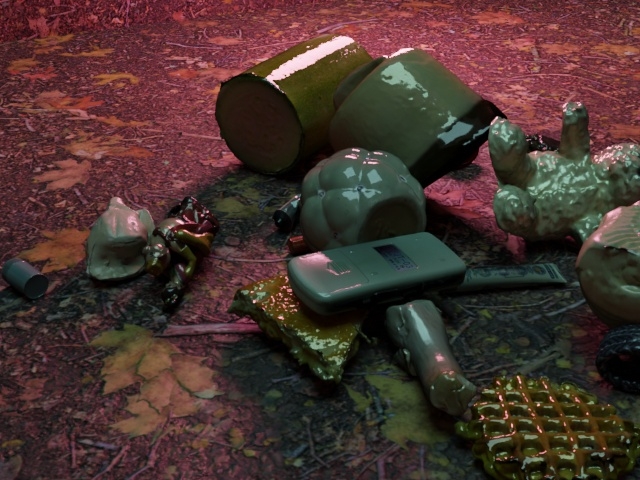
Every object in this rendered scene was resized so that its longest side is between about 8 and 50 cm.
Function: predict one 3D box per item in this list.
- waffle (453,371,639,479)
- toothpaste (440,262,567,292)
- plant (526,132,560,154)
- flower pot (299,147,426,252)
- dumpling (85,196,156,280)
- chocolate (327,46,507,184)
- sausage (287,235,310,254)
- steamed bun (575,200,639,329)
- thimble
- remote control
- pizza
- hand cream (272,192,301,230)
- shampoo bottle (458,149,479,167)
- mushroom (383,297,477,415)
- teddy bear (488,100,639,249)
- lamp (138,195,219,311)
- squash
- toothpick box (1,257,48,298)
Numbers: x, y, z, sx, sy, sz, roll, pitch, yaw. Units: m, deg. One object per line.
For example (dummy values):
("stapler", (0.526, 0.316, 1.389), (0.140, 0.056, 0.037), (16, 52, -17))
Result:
("waffle", (0.318, 0.268, 1.163), (0.237, 0.059, 0.243), (20, 32, 38))
("toothpaste", (0.333, 0.068, 1.535), (0.239, 0.039, 0.062), (-4, 33, -10))
("plant", (0.520, -0.202, 1.972), (0.143, 0.095, 0.092), (6, 40, 4))
("flower pot", (0.078, -0.049, 1.551), (0.246, 0.246, 0.195), (-16, 28, -25))
("dumpling", (-0.379, 0.001, 1.613), (0.136, 0.118, 0.199), (10, 55, -10))
("chocolate", (0.177, -0.256, 1.739), (0.326, 0.297, 0.314), (-35, 1, 21))
("sausage", (0.000, 0.000, 1.675), (0.129, 0.034, 0.034), (-11, 30, -19))
("steamed bun", (0.572, 0.067, 1.354), (0.319, 0.206, 0.275), (11, 32, 13))
("thimble", (0.475, 0.179, 1.268), (0.104, 0.095, 0.066), (23, 36, 12))
("remote control", (0.094, 0.055, 1.399), (0.296, 0.056, 0.140), (-11, 33, -26))
("pizza", (-0.013, 0.146, 1.370), (0.279, 0.075, 0.288), (-3, 32, -5))
("hand cream", (-0.012, -0.087, 1.801), (0.052, 0.075, 0.248), (26, 41, 32))
("shampoo bottle", (0.263, -0.250, 2.092), (0.102, 0.064, 0.260), (-26, 37, -37))
("mushroom", (0.168, 0.174, 1.286), (0.099, 0.096, 0.278), (-14, 30, -5))
("teddy bear", (0.539, -0.114, 1.598), (0.362, 0.328, 0.375), (-7, -15, 22))
("lamp", (-0.273, 0.023, 1.561), (0.118, 0.118, 0.253), (6, 37, 13))
("squash", (-0.053, -0.338, 2.064), (0.263, 0.263, 0.384), (15, 33, 27))
("toothpick box", (-0.545, 0.070, 1.545), (0.083, 0.052, 0.052), (26, 38, 37))
